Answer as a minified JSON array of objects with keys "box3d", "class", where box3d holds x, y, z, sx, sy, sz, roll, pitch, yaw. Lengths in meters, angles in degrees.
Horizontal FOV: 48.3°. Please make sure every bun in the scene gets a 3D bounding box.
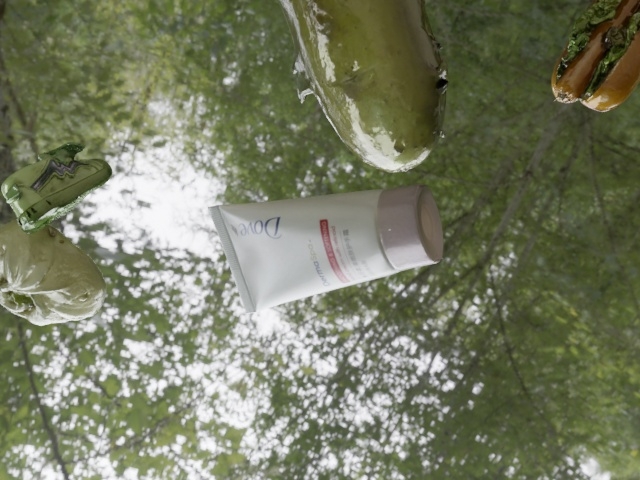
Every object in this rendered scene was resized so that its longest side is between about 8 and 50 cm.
[{"box3d":[-0.568,0.072,1.421,0.259,0.259,0.160,28,-122,13],"class":"bun"}]

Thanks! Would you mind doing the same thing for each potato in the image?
[{"box3d":[0.017,-0.130,0.404,0.085,0.188,0.105,-19,-166,-5],"class":"potato"}]

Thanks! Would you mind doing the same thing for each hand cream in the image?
[{"box3d":[0.000,0.000,0.756,0.248,0.133,0.083,-13,-167,26],"class":"hand cream"}]

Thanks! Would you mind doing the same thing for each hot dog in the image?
[{"box3d":[0.460,-0.326,1.092,0.135,0.337,0.100,27,159,29],"class":"hot dog"}]

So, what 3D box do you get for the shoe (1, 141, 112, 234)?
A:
[{"box3d":[-0.481,-0.108,1.328,0.140,0.128,0.262,-18,-159,19],"class":"shoe"}]
